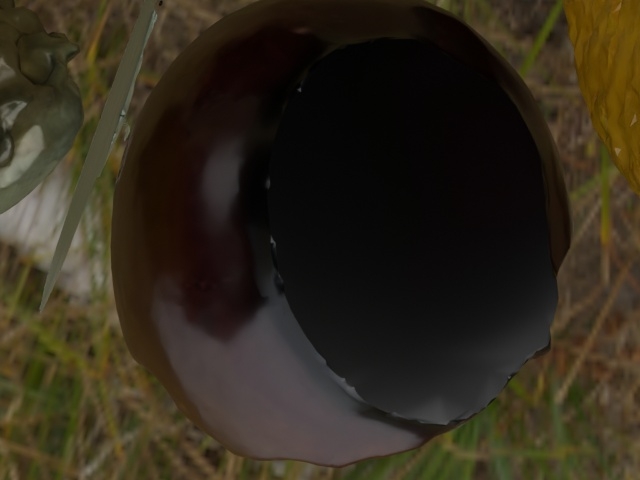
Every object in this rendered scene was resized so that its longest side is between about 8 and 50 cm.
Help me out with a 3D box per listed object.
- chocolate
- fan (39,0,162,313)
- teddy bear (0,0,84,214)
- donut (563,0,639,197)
[{"bbox_3d":[0.000,0.000,0.533,0.124,0.127,0.133,13,167,-28],"label":"chocolate"},{"bbox_3d":[-0.085,-0.055,0.838,0.010,0.310,0.182,21,86,-4],"label":"fan"},{"bbox_3d":[-0.187,0.020,0.429,0.267,0.256,0.156,-17,137,5],"label":"teddy bear"},{"bbox_3d":[0.125,-0.118,0.344,0.110,0.303,0.303,9,128,-9],"label":"donut"}]
